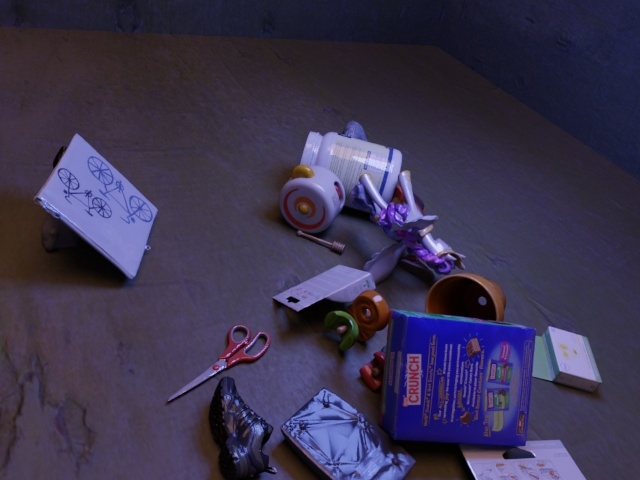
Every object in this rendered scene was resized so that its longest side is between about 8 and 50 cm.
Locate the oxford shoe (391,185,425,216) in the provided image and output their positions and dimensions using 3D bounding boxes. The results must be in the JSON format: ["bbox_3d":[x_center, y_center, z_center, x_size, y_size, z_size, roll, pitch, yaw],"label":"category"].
[{"bbox_3d":[0.335,-0.105,1.954,0.098,0.097,0.271,6,37,-22],"label":"oxford shoe"}]

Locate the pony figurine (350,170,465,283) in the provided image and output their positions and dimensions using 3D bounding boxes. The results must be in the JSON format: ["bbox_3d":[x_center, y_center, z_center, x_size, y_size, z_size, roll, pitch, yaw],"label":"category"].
[{"bbox_3d":[0.240,-0.038,1.649,0.350,0.303,0.364,-8,56,-40],"label":"pony figurine"}]

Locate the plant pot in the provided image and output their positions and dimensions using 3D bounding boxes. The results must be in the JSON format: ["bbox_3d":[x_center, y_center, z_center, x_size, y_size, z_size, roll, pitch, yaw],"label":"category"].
[{"bbox_3d":[0.423,0.182,1.542,0.205,0.205,0.188,38,26,27],"label":"plant pot"}]

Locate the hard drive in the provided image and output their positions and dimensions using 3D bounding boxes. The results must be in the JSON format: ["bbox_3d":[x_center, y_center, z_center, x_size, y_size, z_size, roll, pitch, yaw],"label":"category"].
[{"bbox_3d":[0.054,0.440,1.171,0.254,0.054,0.172,34,40,23],"label":"hard drive"}]

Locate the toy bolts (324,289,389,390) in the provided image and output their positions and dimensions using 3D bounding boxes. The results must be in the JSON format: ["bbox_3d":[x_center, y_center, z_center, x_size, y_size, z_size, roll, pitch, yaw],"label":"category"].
[{"bbox_3d":[0.159,0.229,1.384,0.158,0.218,0.229,-15,64,-43],"label":"toy bolts"}]

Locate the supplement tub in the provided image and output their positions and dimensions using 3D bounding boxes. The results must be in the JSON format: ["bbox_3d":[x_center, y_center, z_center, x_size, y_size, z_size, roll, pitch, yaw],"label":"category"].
[{"bbox_3d":[0.095,-0.236,1.914,0.324,0.236,0.235,16,36,-1],"label":"supplement tub"}]

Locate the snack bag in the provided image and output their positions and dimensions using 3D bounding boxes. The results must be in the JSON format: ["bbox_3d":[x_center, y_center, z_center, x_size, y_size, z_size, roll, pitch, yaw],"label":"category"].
[{"bbox_3d":[-0.573,-0.086,1.472,0.323,0.037,0.343,50,20,-32],"label":"snack bag"}]

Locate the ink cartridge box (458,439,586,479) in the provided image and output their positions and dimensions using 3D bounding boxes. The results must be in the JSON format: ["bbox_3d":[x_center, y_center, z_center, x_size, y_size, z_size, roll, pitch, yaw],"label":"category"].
[{"bbox_3d":[0.450,0.542,1.181,0.275,0.060,0.239,4,29,-15],"label":"ink cartridge box"}]

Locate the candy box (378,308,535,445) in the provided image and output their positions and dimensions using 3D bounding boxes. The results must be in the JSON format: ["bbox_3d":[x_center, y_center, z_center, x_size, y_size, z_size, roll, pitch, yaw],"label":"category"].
[{"bbox_3d":[0.305,0.307,1.255,0.317,0.268,0.122,8,-4,-14],"label":"candy box"}]

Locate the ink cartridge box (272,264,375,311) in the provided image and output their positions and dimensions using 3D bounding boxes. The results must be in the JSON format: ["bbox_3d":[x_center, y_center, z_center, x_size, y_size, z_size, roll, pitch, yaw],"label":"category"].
[{"bbox_3d":[0.008,0.141,1.489,0.224,0.056,0.181,-27,16,-21],"label":"ink cartridge box"}]

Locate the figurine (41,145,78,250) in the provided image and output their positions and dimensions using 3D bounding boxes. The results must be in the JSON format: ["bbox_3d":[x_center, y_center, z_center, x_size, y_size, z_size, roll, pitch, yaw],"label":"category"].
[{"bbox_3d":[-0.694,-0.113,1.489,0.092,0.210,0.215,2,39,-17],"label":"figurine"}]

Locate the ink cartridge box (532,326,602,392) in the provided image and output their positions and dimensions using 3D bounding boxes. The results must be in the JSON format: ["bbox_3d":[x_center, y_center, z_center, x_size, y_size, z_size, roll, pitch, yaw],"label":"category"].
[{"bbox_3d":[0.640,0.315,1.551,0.235,0.056,0.171,17,37,-2],"label":"ink cartridge box"}]

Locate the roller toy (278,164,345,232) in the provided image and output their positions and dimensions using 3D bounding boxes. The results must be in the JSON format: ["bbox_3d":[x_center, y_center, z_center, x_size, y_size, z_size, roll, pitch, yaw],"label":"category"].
[{"bbox_3d":[-0.028,-0.129,1.763,0.191,0.209,0.146,34,39,2],"label":"roller toy"}]

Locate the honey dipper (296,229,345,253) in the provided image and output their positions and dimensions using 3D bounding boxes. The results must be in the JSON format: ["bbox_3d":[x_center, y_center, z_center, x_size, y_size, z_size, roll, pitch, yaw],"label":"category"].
[{"bbox_3d":[0.000,0.000,1.749,0.160,0.031,0.030,21,37,12],"label":"honey dipper"}]

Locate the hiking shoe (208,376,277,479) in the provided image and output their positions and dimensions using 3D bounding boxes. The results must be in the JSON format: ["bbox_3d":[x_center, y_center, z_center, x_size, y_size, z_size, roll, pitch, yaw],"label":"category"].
[{"bbox_3d":[-0.161,0.387,1.156,0.114,0.086,0.227,10,40,-30],"label":"hiking shoe"}]

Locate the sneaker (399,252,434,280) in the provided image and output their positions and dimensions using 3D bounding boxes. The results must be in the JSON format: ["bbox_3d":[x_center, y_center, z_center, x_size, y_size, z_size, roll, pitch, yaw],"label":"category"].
[{"bbox_3d":[0.312,0.079,1.746,0.118,0.042,0.067,27,41,19],"label":"sneaker"}]

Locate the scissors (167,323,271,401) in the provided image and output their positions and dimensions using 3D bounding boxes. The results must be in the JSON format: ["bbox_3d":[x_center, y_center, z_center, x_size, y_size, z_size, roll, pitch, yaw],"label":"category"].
[{"bbox_3d":[-0.222,0.292,1.291,0.109,0.021,0.297,27,36,12],"label":"scissors"}]

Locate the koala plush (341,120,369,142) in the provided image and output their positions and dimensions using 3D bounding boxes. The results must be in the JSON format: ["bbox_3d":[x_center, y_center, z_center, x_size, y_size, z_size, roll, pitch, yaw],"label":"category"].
[{"bbox_3d":[0.161,-0.321,2.110,0.221,0.203,0.196,29,37,-2],"label":"koala plush"}]
